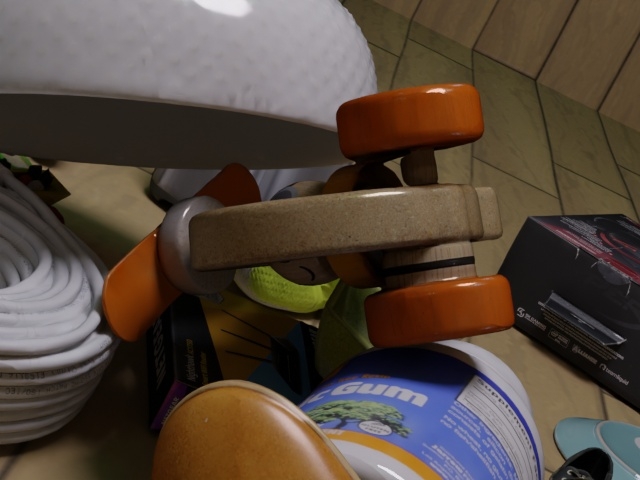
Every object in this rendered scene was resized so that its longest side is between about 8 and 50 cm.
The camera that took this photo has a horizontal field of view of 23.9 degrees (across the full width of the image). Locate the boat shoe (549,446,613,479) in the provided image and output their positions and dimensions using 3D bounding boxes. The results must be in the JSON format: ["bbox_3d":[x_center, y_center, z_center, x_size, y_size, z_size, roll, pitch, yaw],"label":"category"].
[{"bbox_3d":[0.189,0.189,1.137,0.049,0.040,0.142,31,17,14],"label":"boat shoe"}]

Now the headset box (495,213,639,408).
[{"bbox_3d":[0.322,0.070,1.566,0.218,0.110,0.293,35,18,26],"label":"headset box"}]

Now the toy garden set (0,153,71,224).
[{"bbox_3d":[-0.322,-0.083,1.173,0.244,0.049,0.204,11,23,-42],"label":"toy garden set"}]

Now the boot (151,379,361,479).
[{"bbox_3d":[-0.026,0.189,0.518,0.211,0.104,0.295,10,59,-69],"label":"boot"}]

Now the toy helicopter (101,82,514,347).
[{"bbox_3d":[0.000,0.000,0.975,0.235,0.140,0.355,-9,-2,8],"label":"toy helicopter"}]

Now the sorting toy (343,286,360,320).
[{"bbox_3d":[0.028,0.075,1.211,0.042,0.061,0.102,4,-39,39],"label":"sorting toy"}]

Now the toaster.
[{"bbox_3d":[-0.057,-0.083,1.400,0.129,0.146,0.227,34,19,26],"label":"toaster"}]

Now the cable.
[{"bbox_3d":[-0.246,0.024,0.907,0.257,0.089,0.257,36,20,27],"label":"cable"}]

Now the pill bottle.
[{"bbox_3d":[0.042,0.143,0.849,0.152,0.152,0.272,29,19,9],"label":"pill bottle"}]

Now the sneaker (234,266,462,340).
[{"bbox_3d":[0.027,0.018,1.321,0.240,0.091,0.126,17,18,-25],"label":"sneaker"}]

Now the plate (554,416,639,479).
[{"bbox_3d":[0.287,0.198,1.285,0.188,0.024,0.188,23,18,-8],"label":"plate"}]

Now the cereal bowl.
[{"bbox_3d":[-0.124,-0.137,1.045,0.339,0.141,0.339,3,-3,0],"label":"cereal bowl"}]

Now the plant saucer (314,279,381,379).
[{"bbox_3d":[0.064,0.110,1.088,0.188,0.045,0.188,46,11,-2],"label":"plant saucer"}]

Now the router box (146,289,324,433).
[{"bbox_3d":[-0.052,0.095,1.049,0.133,0.046,0.179,23,18,-16],"label":"router box"}]
